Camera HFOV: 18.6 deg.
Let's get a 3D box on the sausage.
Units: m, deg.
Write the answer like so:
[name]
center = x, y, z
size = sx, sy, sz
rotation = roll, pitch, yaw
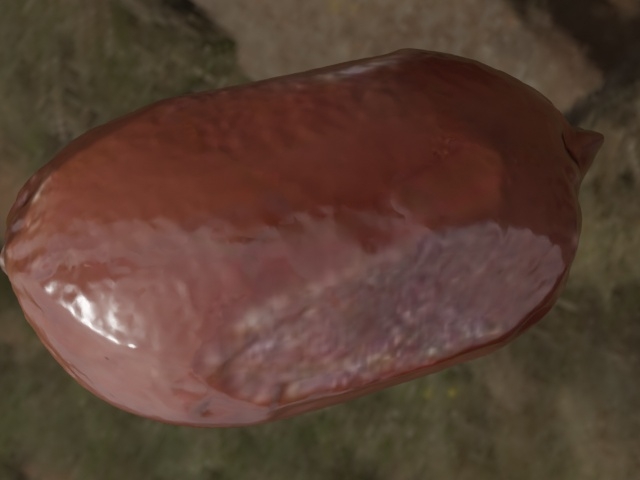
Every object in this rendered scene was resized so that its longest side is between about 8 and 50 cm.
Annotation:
[sausage]
center = 0.000, 0.000, 0.817
size = 0.148, 0.254, 0.148
rotation = 56, 159, 35
